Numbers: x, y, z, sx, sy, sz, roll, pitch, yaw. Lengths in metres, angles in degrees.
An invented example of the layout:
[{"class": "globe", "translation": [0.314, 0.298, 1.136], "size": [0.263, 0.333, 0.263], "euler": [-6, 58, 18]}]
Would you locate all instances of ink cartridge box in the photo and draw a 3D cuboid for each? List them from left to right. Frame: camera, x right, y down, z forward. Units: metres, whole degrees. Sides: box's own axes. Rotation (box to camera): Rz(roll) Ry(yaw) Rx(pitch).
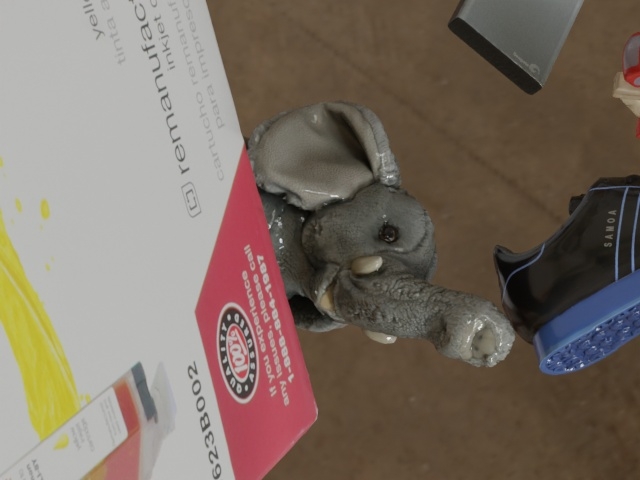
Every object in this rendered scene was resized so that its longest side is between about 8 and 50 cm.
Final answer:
[{"class": "ink cartridge box", "translation": [-0.170, 0.029, 0.613], "size": [0.160, 0.385, 0.279], "euler": [-8, 105, 25]}]

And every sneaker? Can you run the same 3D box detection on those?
[{"class": "sneaker", "translation": [0.214, -0.011, 1.003], "size": [0.232, 0.081, 0.090], "euler": [-29, 63, 7]}]

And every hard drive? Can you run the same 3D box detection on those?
[{"class": "hard drive", "translation": [0.168, -0.197, 1.383], "size": [0.094, 0.135, 0.022], "euler": [38, 144, -13]}]

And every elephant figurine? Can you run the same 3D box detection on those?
[{"class": "elephant figurine", "translation": [0.000, 0.000, 1.043], "size": [0.240, 0.169, 0.186], "euler": [-2, 78, 6]}]

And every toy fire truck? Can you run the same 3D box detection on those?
[{"class": "toy fire truck", "translation": [0.320, -0.140, 1.522], "size": [0.135, 0.192, 0.047], "euler": [-2, 72, 44]}]
